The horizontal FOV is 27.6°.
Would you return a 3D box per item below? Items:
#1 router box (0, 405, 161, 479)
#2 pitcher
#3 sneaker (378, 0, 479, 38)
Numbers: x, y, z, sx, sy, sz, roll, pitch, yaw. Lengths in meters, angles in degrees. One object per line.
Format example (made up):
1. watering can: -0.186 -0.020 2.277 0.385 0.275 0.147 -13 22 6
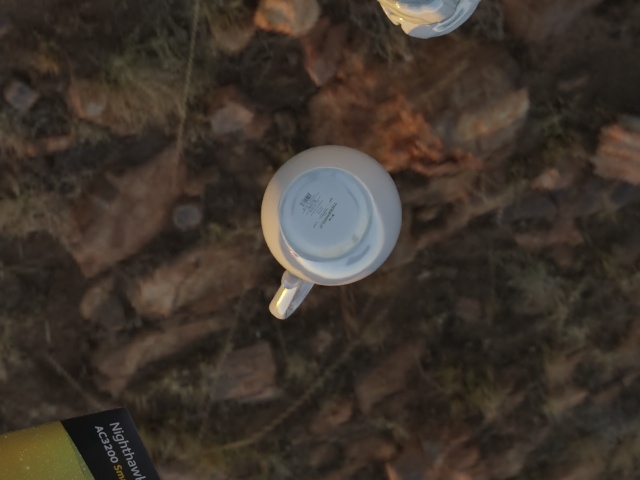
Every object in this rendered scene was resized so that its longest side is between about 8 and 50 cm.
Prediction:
1. router box: -0.197 0.292 0.970 0.243 0.308 0.081 -8 150 -44
2. pitcher: 0.000 0.000 1.207 0.125 0.207 0.177 31 92 4
3. sneaker: 0.018 -0.289 1.044 0.110 0.292 0.118 -42 176 19
